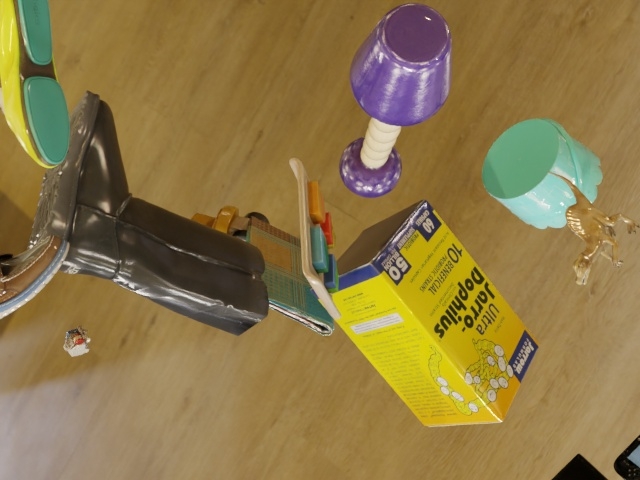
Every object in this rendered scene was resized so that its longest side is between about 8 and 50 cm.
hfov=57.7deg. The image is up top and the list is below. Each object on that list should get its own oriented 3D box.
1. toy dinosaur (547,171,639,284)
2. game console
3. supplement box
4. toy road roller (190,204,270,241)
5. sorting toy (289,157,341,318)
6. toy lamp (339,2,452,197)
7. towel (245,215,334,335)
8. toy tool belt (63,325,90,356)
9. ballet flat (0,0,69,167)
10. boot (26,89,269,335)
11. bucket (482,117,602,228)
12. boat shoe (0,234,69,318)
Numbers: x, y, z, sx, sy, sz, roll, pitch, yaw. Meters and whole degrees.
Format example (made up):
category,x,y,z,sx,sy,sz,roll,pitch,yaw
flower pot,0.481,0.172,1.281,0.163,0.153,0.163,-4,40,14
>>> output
category,x,y,z,sx,sy,sz,roll,pitch,yaw
toy dinosaur,0.347,-0.025,0.739,0.053,0.092,0.183,124,159,-50
game console,0.735,0.553,1.397,0.361,0.044,0.213,-45,30,0
supplement box,0.193,0.141,1.062,0.357,0.194,0.195,50,144,-9
toy road roller,-0.306,0.049,1.789,0.240,0.202,0.330,15,115,1
sorting toy,0.000,0.000,0.905,0.038,0.193,0.209,-12,64,7
toy lamp,0.057,-0.107,0.507,0.080,0.275,0.080,1,78,-3
towel,-0.089,0.087,1.588,0.040,0.271,0.370,-54,21,24
toy tool belt,-0.497,0.198,1.179,0.051,0.052,0.083,63,146,23
ballet flat,-0.362,-0.203,0.707,0.077,0.077,0.231,-2,98,17
boot,-0.297,-0.043,1.129,0.146,0.445,0.367,-28,50,42
bucket,0.594,-0.186,1.585,0.281,0.183,0.281,-34,43,39
boat shoe,-0.363,0.048,0.639,0.183,0.066,0.066,-38,30,1
